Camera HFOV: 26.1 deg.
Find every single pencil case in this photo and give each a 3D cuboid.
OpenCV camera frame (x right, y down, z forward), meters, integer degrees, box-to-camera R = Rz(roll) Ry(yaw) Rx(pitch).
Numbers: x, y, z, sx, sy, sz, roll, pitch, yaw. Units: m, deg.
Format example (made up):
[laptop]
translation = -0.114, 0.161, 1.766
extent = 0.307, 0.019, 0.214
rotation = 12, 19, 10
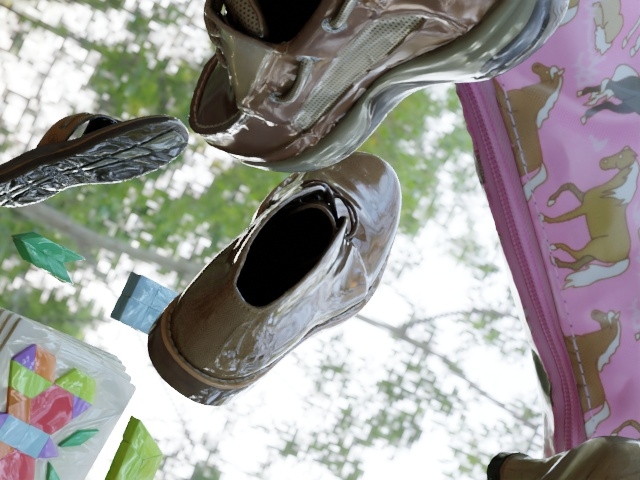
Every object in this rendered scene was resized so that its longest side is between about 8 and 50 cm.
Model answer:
[pencil case]
translation = 0.174, -0.017, 0.878
extent = 0.167, 0.386, 0.160
rotation = -18, -160, 5

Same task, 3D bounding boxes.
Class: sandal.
[sandal]
translation = -0.237, -0.088, 1.336
extent = 0.219, 0.090, 0.060
rotation = -17, -112, 14

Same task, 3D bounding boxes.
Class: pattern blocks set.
[pattern blocks set]
translation = -0.246, 0.159, 1.130
extent = 0.026, 0.285, 0.324
rotation = 16, -92, 50

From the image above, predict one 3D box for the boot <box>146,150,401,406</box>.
[boot]
translation = 0.000, 0.000, 0.992
extent = 0.115, 0.112, 0.305
rotation = -51, 177, 38

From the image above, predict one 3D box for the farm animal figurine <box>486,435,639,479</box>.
[farm animal figurine]
translation = 0.036, 0.244, 0.440
extent = 0.172, 0.327, 0.330
rotation = 175, -96, -80

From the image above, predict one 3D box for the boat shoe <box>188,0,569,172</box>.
[boat shoe]
translation = 0.000, -0.124, 0.716
extent = 0.324, 0.116, 0.123
rotation = -26, -130, 57
